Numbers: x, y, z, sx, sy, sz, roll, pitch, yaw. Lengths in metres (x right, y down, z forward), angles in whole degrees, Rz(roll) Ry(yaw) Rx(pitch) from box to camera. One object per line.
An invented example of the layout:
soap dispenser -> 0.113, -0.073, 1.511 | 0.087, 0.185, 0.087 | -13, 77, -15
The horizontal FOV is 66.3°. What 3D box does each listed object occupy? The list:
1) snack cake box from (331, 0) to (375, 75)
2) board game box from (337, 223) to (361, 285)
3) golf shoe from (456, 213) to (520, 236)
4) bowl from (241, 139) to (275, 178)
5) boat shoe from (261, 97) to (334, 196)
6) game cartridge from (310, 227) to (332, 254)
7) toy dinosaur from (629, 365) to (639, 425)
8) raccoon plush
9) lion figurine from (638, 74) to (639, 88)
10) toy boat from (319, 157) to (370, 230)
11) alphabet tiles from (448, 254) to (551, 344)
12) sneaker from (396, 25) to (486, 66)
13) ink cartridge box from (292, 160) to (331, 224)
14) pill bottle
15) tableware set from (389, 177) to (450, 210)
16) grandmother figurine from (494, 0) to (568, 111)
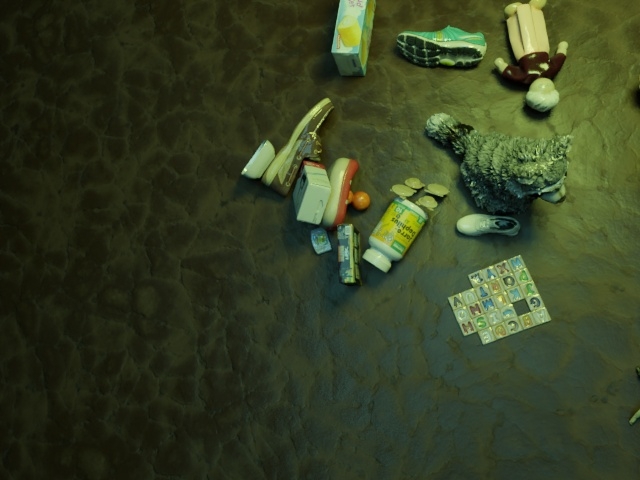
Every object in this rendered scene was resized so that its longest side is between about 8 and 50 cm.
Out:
snack cake box -> 0.111, -0.685, 1.574 | 0.089, 0.152, 0.265 | 7, 83, 15
board game box -> 0.087, 0.047, 1.460 | 0.048, 0.141, 0.171 | -3, 80, 12
golf shoe -> 0.479, -0.050, 1.404 | 0.176, 0.086, 0.069 | 0, 82, 16
bowl -> -0.198, -0.257, 1.602 | 0.053, 0.142, 0.142 | 35, 91, -17
boat shoe -> -0.049, -0.294, 1.578 | 0.123, 0.123, 0.342 | 36, 90, -4
game cartridge -> 0.000, 0.000, 1.558 | 0.055, 0.017, 0.083 | -20, 76, 14
toy dinosaur -> 0.884, 0.359, 1.242 | 0.268, 0.064, 0.118 | -32, 81, 11
raccoon plush -> 0.454, -0.235, 1.323 | 0.446, 0.299, 0.216 | 31, 85, 18
lion figurine -> 0.934, -0.289, 1.253 | 0.240, 0.142, 0.392 | 24, 60, -4
toy boat -> 0.081, -0.135, 1.512 | 0.151, 0.151, 0.231 | 13, 84, -14
alphabet tiles -> 0.498, 0.176, 1.400 | 0.237, 0.009, 0.199 | -23, 76, 10
sneaker -> 0.377, -0.612, 1.535 | 0.275, 0.107, 0.110 | 12, 64, 12
ink cartridge box -> -0.029, -0.147, 1.485 | 0.072, 0.175, 0.128 | 13, 117, -14
pill bottle -> 0.215, -0.014, 1.450 | 0.117, 0.117, 0.209 | 34, 90, 17
tableware set -> 0.294, -0.145, 1.447 | 0.141, 0.168, 0.020 | 26, 127, 23
grandmother figurine -> 0.622, -0.537, 1.444 | 0.207, 0.104, 0.343 | -13, 75, 21
